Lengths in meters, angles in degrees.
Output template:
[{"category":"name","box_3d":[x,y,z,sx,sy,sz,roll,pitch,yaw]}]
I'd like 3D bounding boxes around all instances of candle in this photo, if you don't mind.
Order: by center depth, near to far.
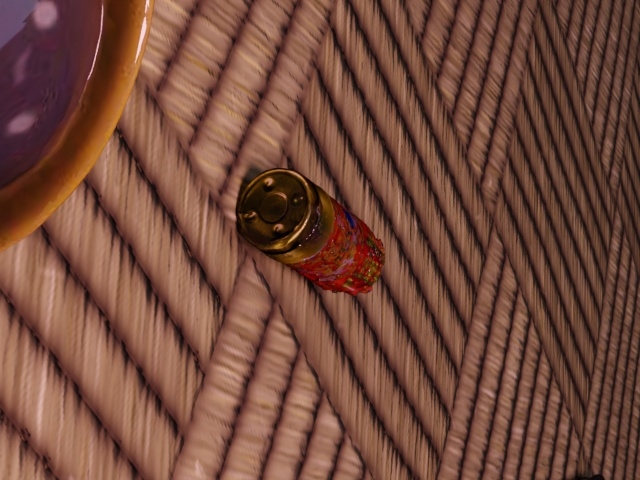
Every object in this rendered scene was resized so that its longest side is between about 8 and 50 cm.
[{"category":"candle","box_3d":[0.000,0.000,0.888,0.131,0.052,0.052,36,54,-60]}]

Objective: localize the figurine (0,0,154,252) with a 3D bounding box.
[{"category":"figurine","box_3d":[-0.170,-0.073,0.394,0.257,0.167,0.192,-13,113,-44]}]

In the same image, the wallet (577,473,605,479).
[{"category":"wallet","box_3d":[0.224,0.348,1.350,0.323,0.041,0.247,5,80,-63]}]
